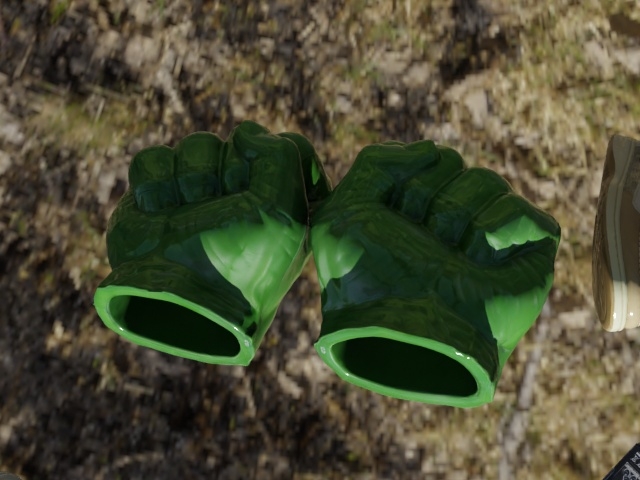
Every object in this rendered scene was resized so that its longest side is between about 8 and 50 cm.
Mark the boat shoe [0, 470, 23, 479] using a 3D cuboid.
[{"bbox_3d":[-0.334,0.342,1.495,0.079,0.227,0.081,14,165,-40],"label":"boat shoe"}]

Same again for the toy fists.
[{"bbox_3d":[0.000,0.000,0.898,0.279,0.142,0.096,7,145,23],"label":"toy fists"}]

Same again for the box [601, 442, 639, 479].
[{"bbox_3d":[0.140,0.135,0.622,0.083,0.018,0.067,45,101,23],"label":"box"}]

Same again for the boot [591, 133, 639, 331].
[{"bbox_3d":[0.286,-0.003,1.118,0.165,0.213,0.077,8,125,9],"label":"boot"}]
